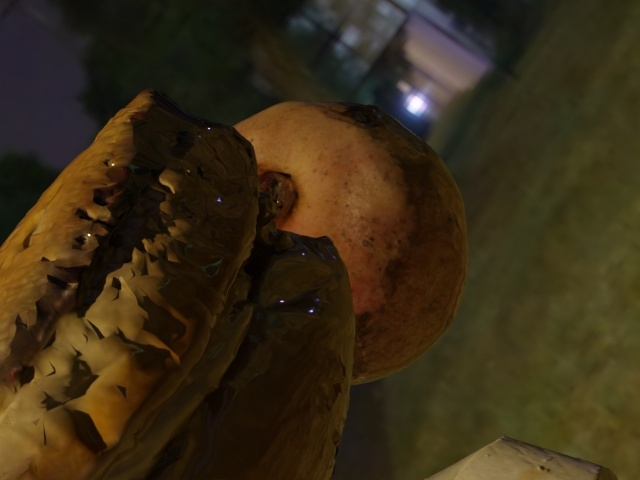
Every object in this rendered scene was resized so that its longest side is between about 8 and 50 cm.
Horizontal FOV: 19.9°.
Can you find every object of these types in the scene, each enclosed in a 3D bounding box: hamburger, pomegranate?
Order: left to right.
[{"bbox_3d":[-0.117,0.095,0.799,0.304,0.174,0.284,-33,27,48],"label":"hamburger"},{"bbox_3d":[0.000,0.000,1.926,0.322,0.322,0.322,-54,-4,-5],"label":"pomegranate"}]

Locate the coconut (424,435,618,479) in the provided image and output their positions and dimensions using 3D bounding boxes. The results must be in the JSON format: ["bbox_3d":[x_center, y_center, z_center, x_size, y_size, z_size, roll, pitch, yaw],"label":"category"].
[{"bbox_3d":[0.161,0.271,1.558,0.202,0.222,0.202,-35,-49,-55],"label":"coconut"}]
